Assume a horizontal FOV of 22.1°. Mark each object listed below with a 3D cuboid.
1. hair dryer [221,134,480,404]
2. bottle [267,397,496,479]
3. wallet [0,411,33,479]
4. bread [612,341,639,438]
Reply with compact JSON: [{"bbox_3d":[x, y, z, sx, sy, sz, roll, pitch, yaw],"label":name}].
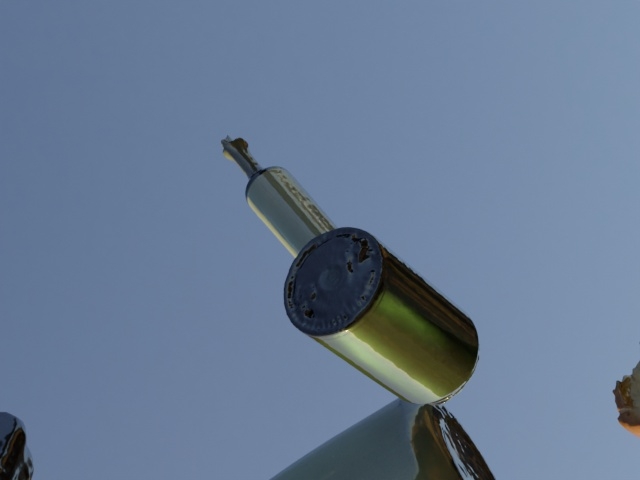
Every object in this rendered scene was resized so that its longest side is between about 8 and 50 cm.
[{"bbox_3d":[0.000,0.000,0.837,0.057,0.197,0.100,-45,-43,6],"label":"hair dryer"},{"bbox_3d":[-0.020,0.272,1.303,0.168,0.347,0.168,54,-168,-16],"label":"bottle"},{"bbox_3d":[-0.226,0.107,0.599,0.149,0.250,0.044,-89,-3,-68],"label":"wallet"},{"bbox_3d":[0.329,0.116,0.942,0.275,0.185,0.114,17,-89,-34],"label":"bread"}]
